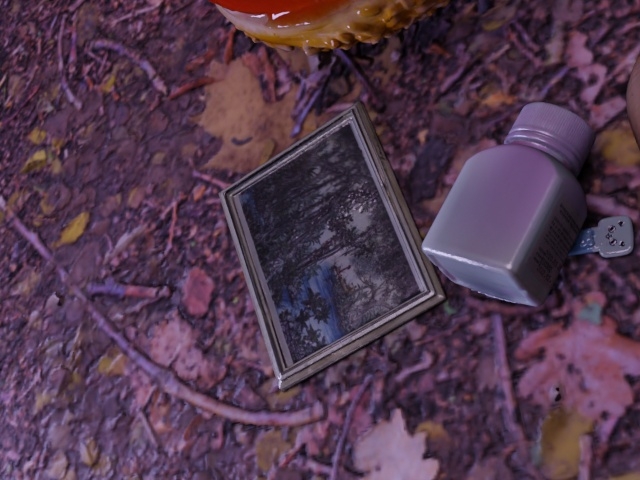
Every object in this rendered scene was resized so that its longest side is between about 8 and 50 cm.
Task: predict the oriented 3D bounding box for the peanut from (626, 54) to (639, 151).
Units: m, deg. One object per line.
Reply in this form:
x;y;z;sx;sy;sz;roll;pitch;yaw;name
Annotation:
0.223;-0.058;0.572;0.076;0.076;0.152;-17;68;26;peanut

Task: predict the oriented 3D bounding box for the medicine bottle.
0.125;-0.025;0.624;0.074;0.055;0.118;14;71;45;medicine bottle

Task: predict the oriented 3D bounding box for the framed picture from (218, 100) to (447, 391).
0.000;0.000;0.730;0.142;0.011;0.183;-31;57;19;framed picture

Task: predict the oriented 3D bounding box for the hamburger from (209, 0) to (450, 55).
-0.002;-0.305;0.704;0.330;0.250;0.329;-10;70;28;hamburger

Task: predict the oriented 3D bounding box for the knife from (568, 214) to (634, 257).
0.151;0.002;0.633;0.096;0.010;0.027;-10;64;29;knife
